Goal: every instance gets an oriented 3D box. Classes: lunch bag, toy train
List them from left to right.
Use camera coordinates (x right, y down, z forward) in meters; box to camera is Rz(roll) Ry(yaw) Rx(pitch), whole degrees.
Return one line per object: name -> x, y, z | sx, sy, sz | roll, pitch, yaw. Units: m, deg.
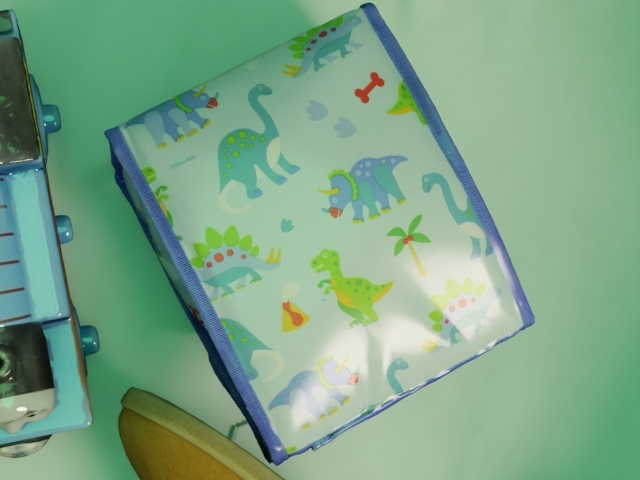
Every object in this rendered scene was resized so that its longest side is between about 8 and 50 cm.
toy train -> -0.139, -0.002, 0.647 | 0.080, 0.105, 0.184 | -10, 86, -7
lunch bag -> 0.000, 0.000, 0.668 | 0.129, 0.096, 0.151 | -29, 80, -8

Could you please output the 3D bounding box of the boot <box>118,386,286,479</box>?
boot -> -0.028, 0.224, 0.644 | 0.295, 0.104, 0.211 | 43, 82, -6
